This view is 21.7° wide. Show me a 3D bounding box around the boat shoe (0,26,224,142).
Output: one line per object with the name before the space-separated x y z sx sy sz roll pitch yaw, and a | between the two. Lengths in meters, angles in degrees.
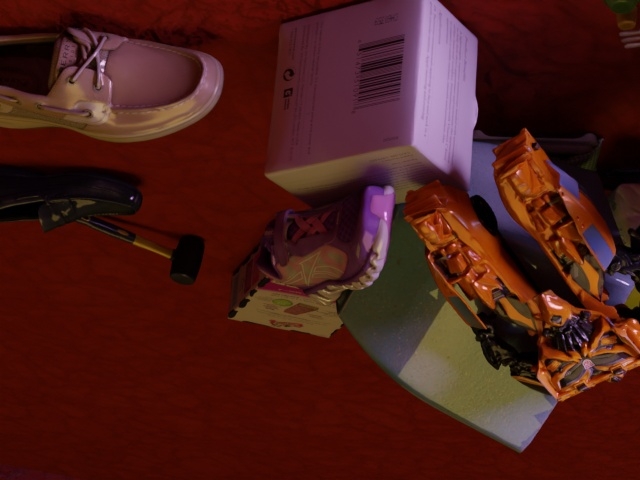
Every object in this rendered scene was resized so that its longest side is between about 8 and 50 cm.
boat shoe | -0.254 -0.174 1.776 0.302 0.109 0.098 3 159 18

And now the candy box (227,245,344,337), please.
candy box | -0.018 0.056 2.298 0.159 0.071 0.233 12 155 -18

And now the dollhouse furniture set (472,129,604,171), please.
dollhouse furniture set | 0.178 -0.021 1.979 0.301 0.151 0.197 2 156 7

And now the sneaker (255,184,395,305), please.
sneaker | 0.000 0.000 1.694 0.104 0.095 0.236 19 158 -15

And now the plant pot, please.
plant pot | 0.154 0.031 1.820 0.252 0.247 0.248 22 118 -14

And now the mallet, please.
mallet | -0.246 0.009 2.247 0.189 0.062 0.039 16 156 -23

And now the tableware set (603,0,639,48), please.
tableware set | 0.356 -0.230 1.620 0.154 0.024 0.104 -6 154 21

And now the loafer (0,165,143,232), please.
loafer | -0.338 -0.045 2.119 0.223 0.078 0.076 4 157 3

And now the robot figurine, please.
robot figurine | 0.217 0.042 1.640 0.211 0.085 0.291 -29 113 24

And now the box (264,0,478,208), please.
box | 0.053 -0.137 1.698 0.182 0.181 0.119 -10 152 32

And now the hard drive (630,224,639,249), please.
hard drive | 0.458 -0.022 1.600 0.237 0.064 0.339 1 165 -6

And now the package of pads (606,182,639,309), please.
package of pads | 0.444 0.011 1.993 0.296 0.101 0.229 -2 159 -17

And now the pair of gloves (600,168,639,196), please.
pair of gloves | 0.372 -0.066 2.014 0.074 0.010 0.083 3 156 4
